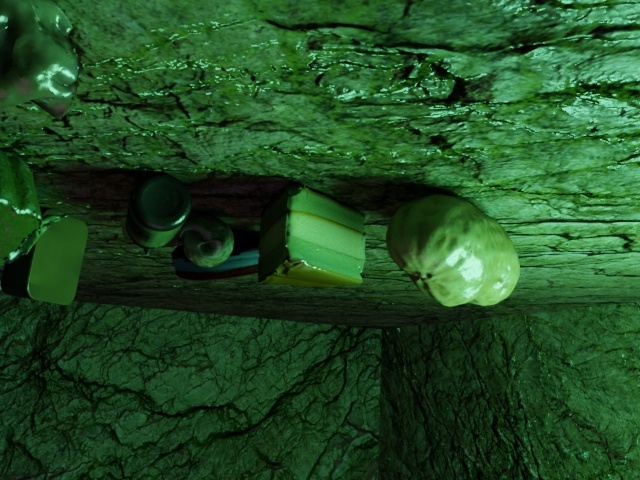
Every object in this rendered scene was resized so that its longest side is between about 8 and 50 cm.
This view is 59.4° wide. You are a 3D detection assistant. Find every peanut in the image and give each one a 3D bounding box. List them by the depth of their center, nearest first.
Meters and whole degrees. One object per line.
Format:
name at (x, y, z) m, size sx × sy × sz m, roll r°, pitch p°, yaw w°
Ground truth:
peanut at (0.265, 0.031, 1.055) m, size 0.170 × 0.192 × 0.387 m, roll -18°, pitch 156°, yaw 36°

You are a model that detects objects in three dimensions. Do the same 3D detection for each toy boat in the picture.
toy boat at (-0.213, 0.031, 1.349) m, size 0.392 × 0.136 × 0.079 m, roll -7°, pitch 131°, yaw 37°

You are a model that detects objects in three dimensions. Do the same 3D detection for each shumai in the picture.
shumai at (-0.328, -0.175, 0.480) m, size 0.184 × 0.218 × 0.185 m, roll -33°, pitch -168°, yaw 27°

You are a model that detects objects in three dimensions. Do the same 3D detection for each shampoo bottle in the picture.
shampoo bottle at (-0.319, -0.040, 1.074) m, size 0.101 × 0.101 × 0.284 m, roll 8°, pitch 166°, yaw -21°

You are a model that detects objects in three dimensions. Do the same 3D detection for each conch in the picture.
conch at (-0.246, -0.002, 1.229) m, size 0.116 × 0.106 × 0.173 m, roll 22°, pitch 147°, yaw 2°

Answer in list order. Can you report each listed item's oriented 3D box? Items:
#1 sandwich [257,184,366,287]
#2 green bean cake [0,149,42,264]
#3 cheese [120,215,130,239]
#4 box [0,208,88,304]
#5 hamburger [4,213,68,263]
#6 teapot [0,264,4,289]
sandwich at (0.000, 0.001, 1.071) m, size 0.198 × 0.155 × 0.227 m, roll 5°, pitch 166°, yaw -18°
green bean cake at (-0.586, -0.046, 0.826) m, size 0.247 × 0.156 × 0.250 m, roll -40°, pitch 147°, yaw 12°
cheese at (-0.418, -0.025, 1.251) m, size 0.084 × 0.060 × 0.041 m, roll 5°, pitch 173°, yaw 13°
box at (-0.619, 0.037, 1.257) m, size 0.090 × 0.200 × 0.144 m, roll 3°, pitch 168°, yaw 18°
hamburger at (-0.609, -0.031, 1.067) m, size 0.235 × 0.125 × 0.214 m, roll -18°, pitch -160°, yaw 5°
teapot at (-1.096, 0.108, 1.620) m, size 0.280 × 0.252 × 0.424 m, roll 33°, pitch -160°, yaw 16°
